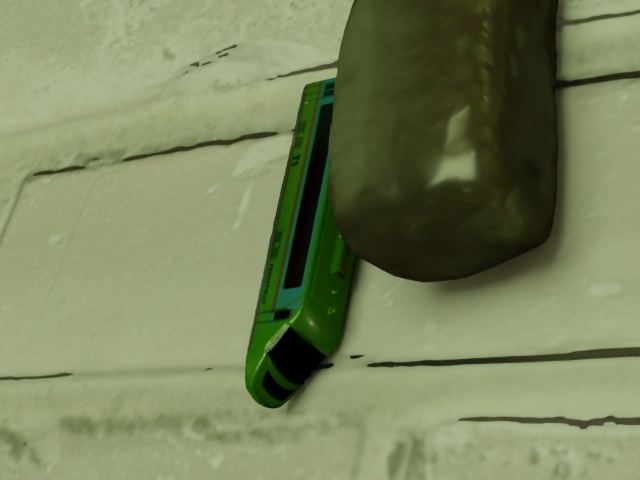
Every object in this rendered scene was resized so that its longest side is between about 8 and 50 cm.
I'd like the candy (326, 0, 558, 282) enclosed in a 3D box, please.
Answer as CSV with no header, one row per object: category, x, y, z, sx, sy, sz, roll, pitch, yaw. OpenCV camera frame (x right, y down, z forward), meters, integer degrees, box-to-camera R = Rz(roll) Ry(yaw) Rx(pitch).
candy,0.074,-0.087,0.924,0.104,0.102,0.234,-19,51,31

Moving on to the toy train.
toy train,0.000,0.000,0.967,0.042,0.044,0.209,-11,54,34
